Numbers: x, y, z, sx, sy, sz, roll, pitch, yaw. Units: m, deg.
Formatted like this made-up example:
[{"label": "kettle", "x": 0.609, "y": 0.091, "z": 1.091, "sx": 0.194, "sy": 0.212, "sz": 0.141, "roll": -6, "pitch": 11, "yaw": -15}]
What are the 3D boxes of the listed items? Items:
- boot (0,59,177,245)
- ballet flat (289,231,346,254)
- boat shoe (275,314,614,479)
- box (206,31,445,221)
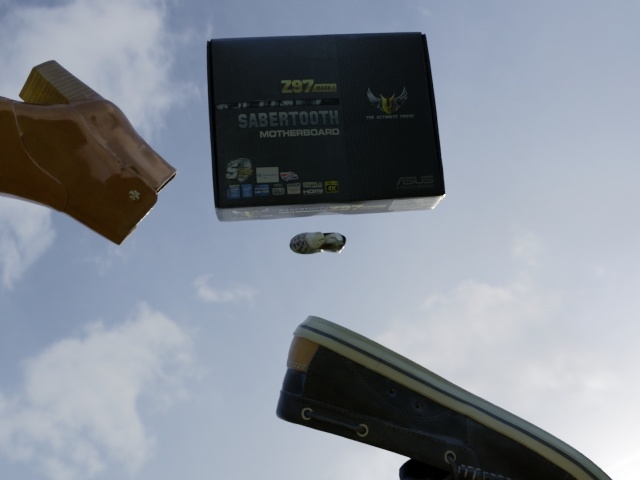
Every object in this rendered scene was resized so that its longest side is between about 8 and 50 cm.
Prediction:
[{"label": "boot", "x": -0.296, "y": -0.065, "z": 0.786, "sx": 0.211, "sy": 0.295, "sz": 0.104, "roll": 44, "pitch": -46, "yaw": -4}, {"label": "ballet flat", "x": 0.000, "y": 0.000, "z": 1.202, "sx": 0.114, "sy": 0.041, "sz": 0.041, "roll": 0, "pitch": -51, "yaw": -45}, {"label": "boat shoe", "x": 0.168, "y": 0.272, "z": 0.963, "sx": 0.500, "sy": 0.187, "sz": 0.156, "roll": 27, "pitch": -102, "yaw": 0}, {"label": "box", "x": 0.002, "y": -0.119, "z": 0.763, "sx": 0.233, "sy": 0.183, "sz": 0.059, "roll": -3, "pitch": -14, "yaw": -6}]
